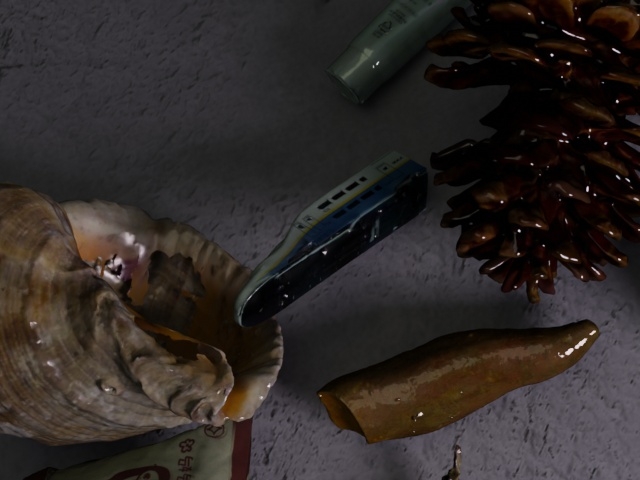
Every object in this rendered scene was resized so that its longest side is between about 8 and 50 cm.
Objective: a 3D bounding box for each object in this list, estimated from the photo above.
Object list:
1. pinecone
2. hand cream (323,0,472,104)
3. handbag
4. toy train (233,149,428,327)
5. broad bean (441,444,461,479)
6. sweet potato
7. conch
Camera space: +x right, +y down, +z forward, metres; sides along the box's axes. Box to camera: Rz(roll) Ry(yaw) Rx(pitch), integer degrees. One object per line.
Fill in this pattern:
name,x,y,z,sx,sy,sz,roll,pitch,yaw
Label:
pinecone,0.191,-0.092,1.543,0.246,0.246,0.292,9,81,24
hand cream,0.091,-0.213,1.739,0.205,0.050,0.078,-44,58,-8
handbag,-0.150,0.267,1.567,0.235,0.127,0.213,-20,59,24
toy train,0.000,0.000,1.613,0.234,0.052,0.051,-34,51,-31
broad bean,0.050,0.325,1.505,0.075,0.067,0.325,34,78,-1
sweet potato,0.120,0.118,1.567,0.243,0.077,0.077,-16,62,3
conch,-0.198,0.085,1.617,0.352,0.297,0.210,41,128,21
